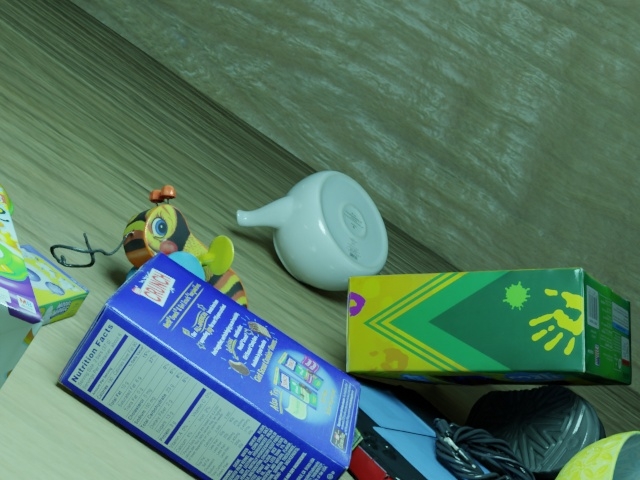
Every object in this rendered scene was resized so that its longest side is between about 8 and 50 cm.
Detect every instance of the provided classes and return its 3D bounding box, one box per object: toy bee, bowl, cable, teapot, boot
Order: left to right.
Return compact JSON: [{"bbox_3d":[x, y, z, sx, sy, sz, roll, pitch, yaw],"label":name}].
[{"bbox_3d":[-0.200,0.014,1.527,0.195,0.162,0.298,0,-30,26],"label":"toy bee"},{"bbox_3d":[0.000,0.000,2.184,0.256,0.187,0.252,61,33,-1],"label":"teapot"},{"bbox_3d":[0.247,0.323,1.615,0.184,0.047,0.150,30,11,-18],"label":"cable"},{"bbox_3d":[0.378,0.413,1.546,0.156,0.289,0.289,-9,-17,35],"label":"bowl"},{"bbox_3d":[0.496,0.404,1.832,0.445,0.146,0.367,34,-9,-13],"label":"boot"}]

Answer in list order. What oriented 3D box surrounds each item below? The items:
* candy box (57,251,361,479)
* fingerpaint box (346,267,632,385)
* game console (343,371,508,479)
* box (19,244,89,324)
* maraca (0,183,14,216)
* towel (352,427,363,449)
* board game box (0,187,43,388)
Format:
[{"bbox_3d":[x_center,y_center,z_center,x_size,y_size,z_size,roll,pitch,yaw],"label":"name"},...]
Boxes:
[{"bbox_3d":[-0.118,0.168,1.320,0.317,0.122,0.268,35,13,-2],"label":"candy box"},{"bbox_3d":[0.295,0.159,1.856,0.371,0.163,0.445,-3,-10,23],"label":"fingerpaint box"},{"bbox_3d":[0.134,0.299,1.645,0.386,0.060,0.342,22,18,-49],"label":"game console"},{"bbox_3d":[-0.356,0.055,1.308,0.105,0.043,0.179,36,14,8],"label":"box"},{"bbox_3d":[-0.452,-0.040,1.302,0.185,0.099,0.127,-4,26,-29],"label":"maraca"},{"bbox_3d":[0.015,0.254,1.491,0.009,0.060,0.083,31,13,-50],"label":"towel"},{"bbox_3d":[-0.381,0.036,1.068,0.142,0.144,0.275,27,15,-34],"label":"board game box"}]
